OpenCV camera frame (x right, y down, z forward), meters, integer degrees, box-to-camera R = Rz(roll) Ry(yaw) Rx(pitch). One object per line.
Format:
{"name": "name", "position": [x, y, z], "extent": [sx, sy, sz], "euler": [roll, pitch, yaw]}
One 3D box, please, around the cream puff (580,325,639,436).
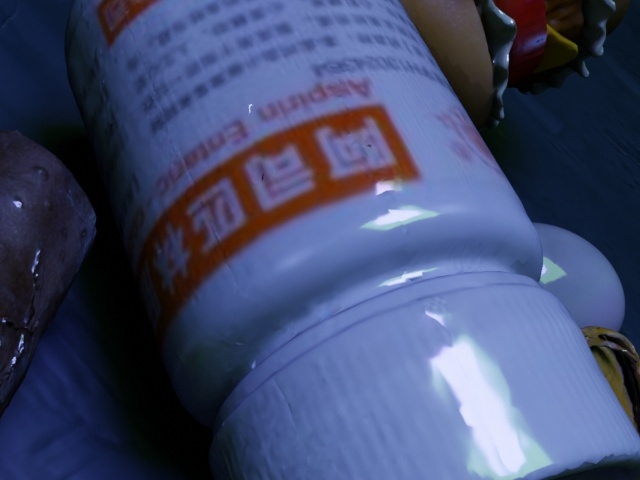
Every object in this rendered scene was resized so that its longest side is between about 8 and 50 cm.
{"name": "cream puff", "position": [0.147, 0.116, 0.607], "extent": [0.119, 0.104, 0.133], "euler": [-50, 120, -42]}

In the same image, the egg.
{"name": "egg", "position": [0.154, 0.040, 0.685], "extent": [0.135, 0.103, 0.103], "euler": [14, 45, -27]}

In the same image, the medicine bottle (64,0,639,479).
{"name": "medicine bottle", "position": [0.000, 0.000, 0.534], "extent": [0.211, 0.211, 0.371], "euler": [-1, 53, -35]}

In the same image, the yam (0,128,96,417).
{"name": "yam", "position": [-0.196, 0.066, 0.405], "extent": [0.131, 0.131, 0.279], "euler": [27, 39, -11]}

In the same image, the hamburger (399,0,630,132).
{"name": "hamburger", "position": [0.085, -0.206, 0.762], "extent": [0.212, 0.274, 0.274], "euler": [-33, 71, -12]}
